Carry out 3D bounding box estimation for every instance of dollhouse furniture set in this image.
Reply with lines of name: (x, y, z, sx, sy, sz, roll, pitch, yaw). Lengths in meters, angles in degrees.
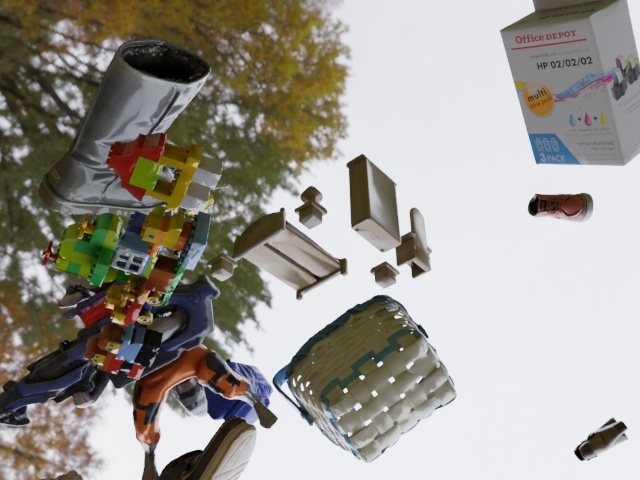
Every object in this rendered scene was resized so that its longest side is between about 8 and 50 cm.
dollhouse furniture set: (0.000, 0.000, 1.655, 0.355, 0.303, 0.173, -29, -138, 30)

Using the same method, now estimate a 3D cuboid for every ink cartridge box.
ink cartridge box: (0.238, -0.164, 0.751, 0.061, 0.181, 0.104, -33, -157, -29)

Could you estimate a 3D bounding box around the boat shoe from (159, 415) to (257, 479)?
boat shoe: (-0.186, 0.348, 1.132, 0.092, 0.285, 0.103, 40, -152, 22)

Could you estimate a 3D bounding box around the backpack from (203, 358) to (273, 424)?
backpack: (-0.140, 0.273, 1.384, 0.098, 0.120, 0.101, -44, -113, 10)

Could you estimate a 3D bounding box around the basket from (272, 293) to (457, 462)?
basket: (0.060, 0.208, 1.268, 0.255, 0.201, 0.289, -35, -156, -6)

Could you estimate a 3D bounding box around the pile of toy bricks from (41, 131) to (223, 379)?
pile of toy bricks: (-0.163, 0.017, 0.625, 0.212, 0.105, 0.118, 124, -23, -43)

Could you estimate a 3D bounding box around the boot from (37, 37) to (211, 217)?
boot: (-0.178, -0.113, 0.820, 0.076, 0.190, 0.208, 49, -59, 17)

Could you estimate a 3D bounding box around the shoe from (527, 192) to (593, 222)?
shoe: (0.506, -0.070, 1.689, 0.081, 0.063, 0.178, 2, -179, -7)

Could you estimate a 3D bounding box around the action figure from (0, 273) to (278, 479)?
action figure: (-0.258, 0.162, 1.055, 0.341, 0.330, 0.178, -21, -159, 5)

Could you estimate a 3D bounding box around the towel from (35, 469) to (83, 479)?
towel: (-0.287, 0.334, 0.650, 0.282, 0.049, 0.187, -30, -103, -22)

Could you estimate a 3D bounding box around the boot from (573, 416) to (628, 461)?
boot: (0.442, 0.319, 1.261, 0.087, 0.118, 0.042, -34, -116, 2)

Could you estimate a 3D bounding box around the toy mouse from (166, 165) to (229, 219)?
toy mouse: (-0.215, -0.082, 1.105, 0.031, 0.143, 0.161, -44, -179, -40)
